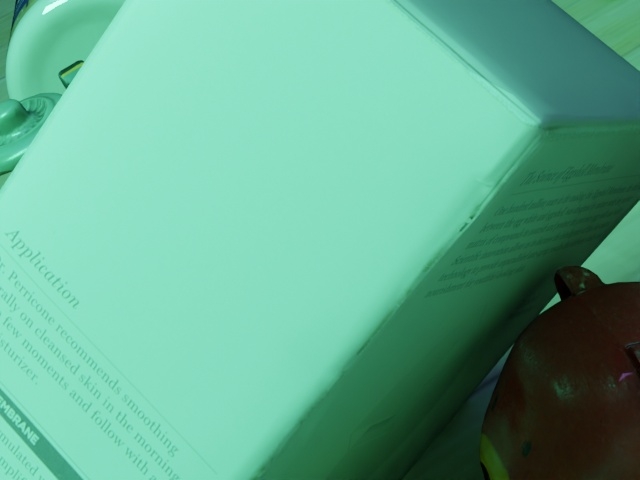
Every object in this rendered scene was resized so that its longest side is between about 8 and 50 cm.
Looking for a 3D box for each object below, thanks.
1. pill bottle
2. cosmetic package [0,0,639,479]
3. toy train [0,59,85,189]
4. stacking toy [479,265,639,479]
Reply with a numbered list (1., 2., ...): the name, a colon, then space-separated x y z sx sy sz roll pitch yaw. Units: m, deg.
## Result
1. pill bottle: -0.179 -0.175 1.190 0.153 0.153 0.265 -23 27 2
2. cosmetic package: 0.000 0.000 0.533 0.225 0.138 0.224 -51 -17 20
3. toy train: -0.088 -0.030 0.861 0.190 0.142 0.334 -33 31 -9
4. stacking toy: 0.094 0.144 0.428 0.279 0.130 0.309 -31 28 -13
